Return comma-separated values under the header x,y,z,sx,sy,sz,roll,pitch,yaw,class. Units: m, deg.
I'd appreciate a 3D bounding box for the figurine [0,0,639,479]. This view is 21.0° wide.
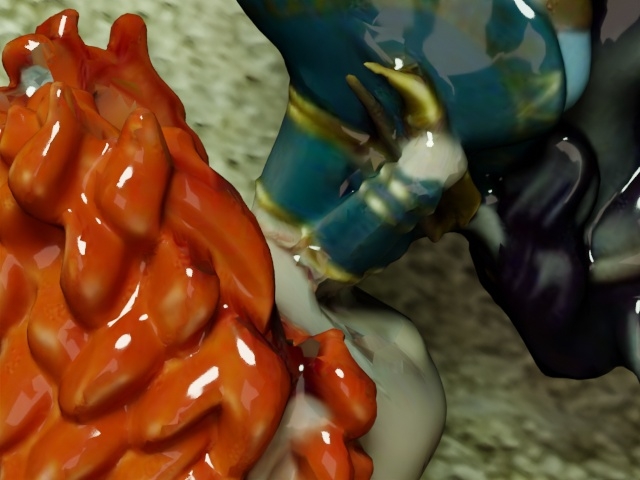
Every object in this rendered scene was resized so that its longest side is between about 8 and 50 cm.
x,y,z,sx,sy,sz,roll,pitch,yaw,class
0.011,-0.003,0.636,0.412,0.241,0.306,-37,125,-3,figurine
